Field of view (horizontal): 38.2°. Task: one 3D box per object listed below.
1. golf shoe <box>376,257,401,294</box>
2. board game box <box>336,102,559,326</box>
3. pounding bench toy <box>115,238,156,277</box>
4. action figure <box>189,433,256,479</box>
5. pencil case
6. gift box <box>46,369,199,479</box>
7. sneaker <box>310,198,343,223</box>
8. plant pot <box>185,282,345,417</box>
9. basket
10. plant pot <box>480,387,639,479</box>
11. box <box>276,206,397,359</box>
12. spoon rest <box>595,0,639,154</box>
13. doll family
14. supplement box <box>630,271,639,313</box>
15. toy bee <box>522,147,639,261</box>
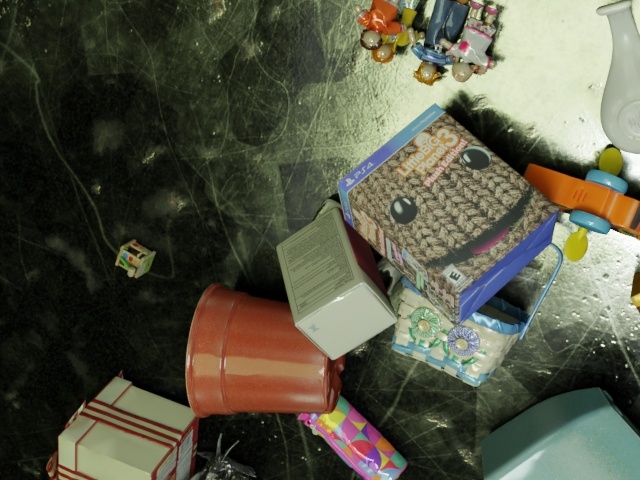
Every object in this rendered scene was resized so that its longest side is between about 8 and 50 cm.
[{"bbox_3d":[0.103,0.103,1.799,0.069,0.086,0.176,29,116,9],"label":"golf shoe"},{"bbox_3d":[0.213,-0.046,1.569,0.232,0.141,0.291,-40,66,-12],"label":"board game box"},{"bbox_3d":[-0.408,0.041,1.981,0.065,0.083,0.052,30,115,10],"label":"pounding bench toy"},{"bbox_3d":[-0.226,0.577,2.051,0.164,0.141,0.275,11,113,24],"label":"action figure"},{"bbox_3d":[0.066,0.414,1.904,0.236,0.104,0.104,41,116,5],"label":"pencil case"},{"bbox_3d":[-0.428,0.454,2.032,0.258,0.255,0.276,17,118,14],"label":"gift box"},{"bbox_3d":[0.000,0.000,1.820,0.071,0.068,0.170,31,119,-4],"label":"sneaker"},{"bbox_3d":[-0.095,0.229,1.833,0.265,0.272,0.272,4,108,12],"label":"plant pot"},{"bbox_3d":[0.272,0.100,1.664,0.255,0.201,0.288,22,97,20],"label":"basket"},{"bbox_3d":[0.468,0.409,1.671,0.252,0.247,0.248,-43,88,10],"label":"plant pot"},{"bbox_3d":[0.026,0.077,1.706,0.149,0.232,0.127,-33,128,13],"label":"box"},{"bbox_3d":[0.519,-0.270,1.530,0.137,0.084,0.276,-10,116,25],"label":"spoon rest"},{"bbox_3d":[0.180,-0.362,1.621,0.263,0.118,0.163,19,107,-4],"label":"doll family"},{"bbox_3d":[0.661,0.115,1.555,0.191,0.129,0.194,-31,93,26],"label":"supplement box"},{"bbox_3d":[0.490,-0.040,1.574,0.195,0.162,0.298,-50,53,12],"label":"toy bee"}]
